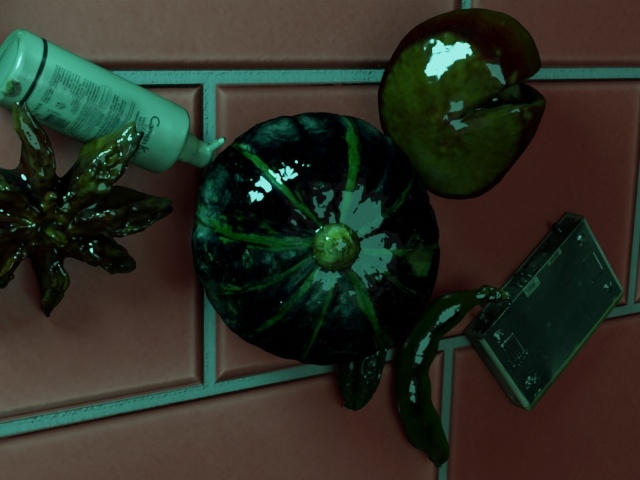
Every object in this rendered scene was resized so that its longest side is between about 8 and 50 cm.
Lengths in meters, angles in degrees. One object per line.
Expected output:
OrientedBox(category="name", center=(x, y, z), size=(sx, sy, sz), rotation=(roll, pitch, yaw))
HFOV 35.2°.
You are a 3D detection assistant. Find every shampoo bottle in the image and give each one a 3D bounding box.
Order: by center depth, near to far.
OrientedBox(category="shampoo bottle", center=(-0.232, -0.140, 1.120), size=(0.262, 0.085, 0.085), rotation=(24, 87, -35))

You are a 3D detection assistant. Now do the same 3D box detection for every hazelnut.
OrientedBox(category="hazelnut", center=(0.184, -0.180, 1.327), size=(0.217, 0.217, 0.251), rotation=(-13, 117, -30))

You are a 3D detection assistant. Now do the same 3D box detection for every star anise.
OrientedBox(category="star anise", center=(-0.294, -0.027, 1.079), size=(0.288, 0.088, 0.288), rotation=(-15, 129, -20))

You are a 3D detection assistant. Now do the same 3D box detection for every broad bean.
OrientedBox(category="broad bean", center=(0.173, 0.191, 1.470), size=(0.144, 0.049, 0.292), rotation=(15, 100, -20))

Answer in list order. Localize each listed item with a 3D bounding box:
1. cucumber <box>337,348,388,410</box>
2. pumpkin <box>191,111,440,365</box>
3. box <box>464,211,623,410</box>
OrientedBox(category="cucumber", center=(0.067, 0.109, 1.377), size=(0.077, 0.077, 0.265), rotation=(7, 96, -34))
OrientedBox(category="pumpkin", center=(0.000, 0.000, 1.198), size=(0.315, 0.238, 0.315), rotation=(-2, 102, -11))
OrientedBox(category="box", center=(0.359, 0.110, 1.587), size=(0.270, 0.045, 0.211), rotation=(-45, 122, -17))
